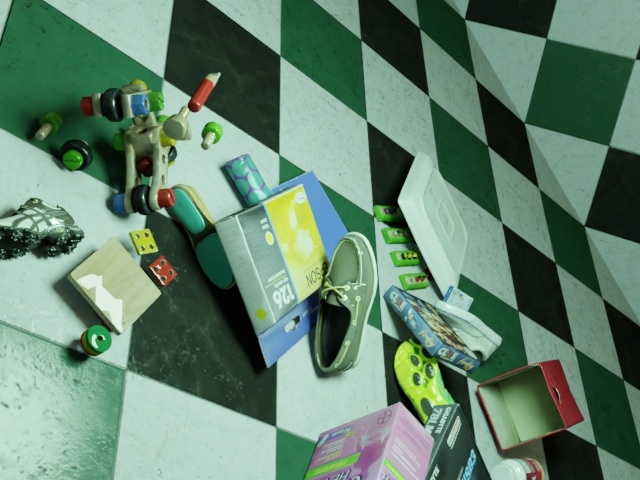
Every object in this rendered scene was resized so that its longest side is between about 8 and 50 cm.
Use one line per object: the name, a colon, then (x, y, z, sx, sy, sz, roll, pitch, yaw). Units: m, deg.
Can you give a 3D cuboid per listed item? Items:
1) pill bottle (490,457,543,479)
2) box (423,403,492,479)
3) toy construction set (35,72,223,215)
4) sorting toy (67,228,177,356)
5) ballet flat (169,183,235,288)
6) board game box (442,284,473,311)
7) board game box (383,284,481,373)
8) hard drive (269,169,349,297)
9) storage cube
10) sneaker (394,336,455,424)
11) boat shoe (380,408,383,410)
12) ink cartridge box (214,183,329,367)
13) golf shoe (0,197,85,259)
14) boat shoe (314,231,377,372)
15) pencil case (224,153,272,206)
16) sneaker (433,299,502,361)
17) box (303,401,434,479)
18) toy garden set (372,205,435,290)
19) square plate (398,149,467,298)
pill bottle: (0.501, 0.603, 2.141, 0.152, 0.086, 0.086, 12, 56, -47)
box: (0.272, 0.550, 1.761, 0.295, 0.073, 0.293, -50, 122, -50)
toy construction set: (-0.300, -0.222, 1.546, 0.257, 0.308, 0.237, 53, 28, -25)
sorting toy: (-0.358, 0.079, 1.446, 0.132, 0.046, 0.274, 52, 35, -11)
ballet flat: (-0.223, -0.014, 1.671, 0.232, 0.080, 0.073, 62, 19, 0)
board game box: (0.369, 0.181, 2.297, 0.090, 0.020, 0.090, 31, 84, -35)
board game box: (0.275, 0.218, 2.072, 0.165, 0.042, 0.243, 27, 16, -40)
hard drive: (0.000, 0.000, 1.979, 0.319, 0.040, 0.210, 60, 34, -1)
storage cube: (0.564, 0.437, 2.243, 0.193, 0.215, 0.184, 7, 59, -58)
sneaker: (0.259, 0.375, 2.004, 0.123, 0.109, 0.296, 69, 0, -65)
boat shoe: (0.209, 0.471, 1.856, 0.285, 0.102, 0.092, 48, 59, -39)
ink cartridge box: (-0.072, 0.062, 1.732, 0.303, 0.072, 0.307, -35, 105, -63)
golf shoe: (-0.481, -0.023, 1.351, 0.198, 0.077, 0.094, 5, 50, -59)
boat shoe: (0.048, 0.135, 1.784, 0.091, 0.109, 0.305, -5, 103, -57)
pencil case: (-0.152, -0.116, 1.846, 0.064, 0.070, 0.152, -30, 93, -21)
sneaker: (0.390, 0.248, 2.251, 0.258, 0.094, 0.091, 35, 81, -29)
box: (0.078, 0.458, 1.582, 0.117, 0.213, 0.243, 48, 36, -18)
toy garden set: (0.258, 0.011, 2.300, 0.203, 0.049, 0.244, -1, 66, -53)
square plate: (0.337, -0.050, 2.378, 0.344, 0.049, 0.347, 62, 27, -20)
